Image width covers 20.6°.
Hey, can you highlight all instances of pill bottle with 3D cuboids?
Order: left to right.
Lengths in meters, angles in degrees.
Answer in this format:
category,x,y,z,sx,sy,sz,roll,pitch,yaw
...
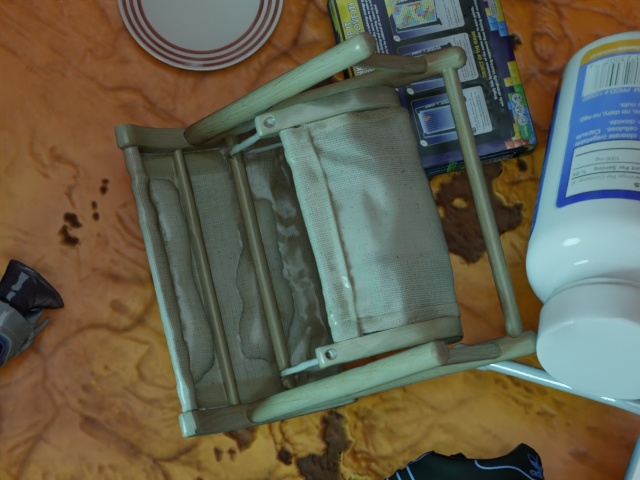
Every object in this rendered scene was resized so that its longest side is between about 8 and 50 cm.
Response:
category,x,y,z,sx,sy,sz,roll,pitch,yaw
pill bottle,0.243,-0.018,1.378,0.152,0.152,0.272,15,56,-1

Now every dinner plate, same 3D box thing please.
category,x,y,z,sx,sy,sz,roll,pitch,yaw
dinner plate,-0.102,-0.211,1.499,0.141,0.017,0.141,1,80,-4

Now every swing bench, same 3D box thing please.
category,x,y,z,sx,sy,sz,roll,pitch,yaw
swing bench,0.000,0.000,1.379,0.255,0.165,0.253,-18,80,32

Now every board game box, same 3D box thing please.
category,x,y,z,sx,sy,sz,roll,pitch,yaw
board game box,0.093,-0.141,1.486,0.141,0.048,0.170,-12,81,-5

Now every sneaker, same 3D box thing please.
category,x,y,z,sx,sy,sz,roll,pitch,yaw
sneaker,0.071,0.215,1.375,0.232,0.081,0.090,-11,47,28

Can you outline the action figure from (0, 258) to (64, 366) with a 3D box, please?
category,x,y,z,sx,sy,sz,roll,pitch,yaw
action figure,-0.317,0.136,1.369,0.185,0.099,0.285,27,74,9

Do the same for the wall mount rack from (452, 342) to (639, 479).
category,x,y,z,sx,sy,sz,roll,pitch,yaw
wall mount rack,0.217,0.231,1.392,0.304,0.130,0.350,23,78,-3
